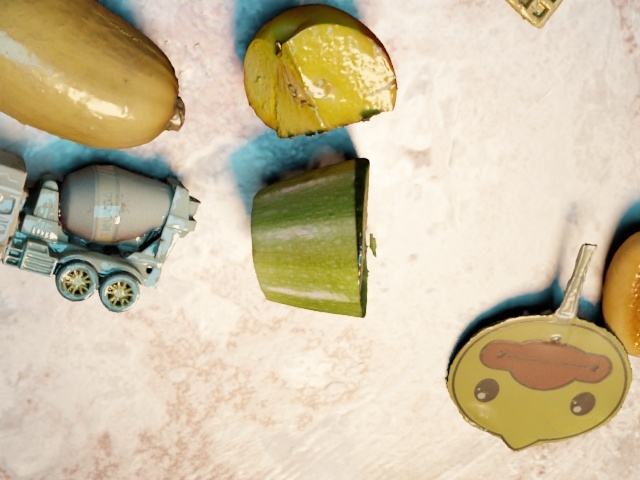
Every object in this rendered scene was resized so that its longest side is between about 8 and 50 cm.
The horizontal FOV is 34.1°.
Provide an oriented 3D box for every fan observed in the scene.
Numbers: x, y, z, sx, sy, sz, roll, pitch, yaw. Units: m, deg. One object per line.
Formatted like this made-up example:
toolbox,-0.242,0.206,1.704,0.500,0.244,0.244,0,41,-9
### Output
fan,0.277,0.141,1.272,0.229,0.011,0.335,7,123,-4

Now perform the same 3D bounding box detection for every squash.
squash,0.000,0.000,1.101,0.123,0.170,0.170,-5,119,9

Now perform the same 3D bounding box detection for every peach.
peach,0.004,-0.171,1.031,0.151,0.118,0.151,17,132,21

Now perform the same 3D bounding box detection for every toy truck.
toy truck,-0.259,-0.023,1.061,0.257,0.108,0.140,17,99,-21

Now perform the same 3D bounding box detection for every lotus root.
lotus root,-0.256,-0.170,0.959,0.303,0.146,0.131,30,73,-28

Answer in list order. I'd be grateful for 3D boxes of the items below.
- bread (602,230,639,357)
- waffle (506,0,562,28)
bread,0.397,0.058,1.253,0.114,0.077,0.189,1,123,11
waffle,0.230,-0.301,1.051,0.102,0.042,0.148,33,106,-25
